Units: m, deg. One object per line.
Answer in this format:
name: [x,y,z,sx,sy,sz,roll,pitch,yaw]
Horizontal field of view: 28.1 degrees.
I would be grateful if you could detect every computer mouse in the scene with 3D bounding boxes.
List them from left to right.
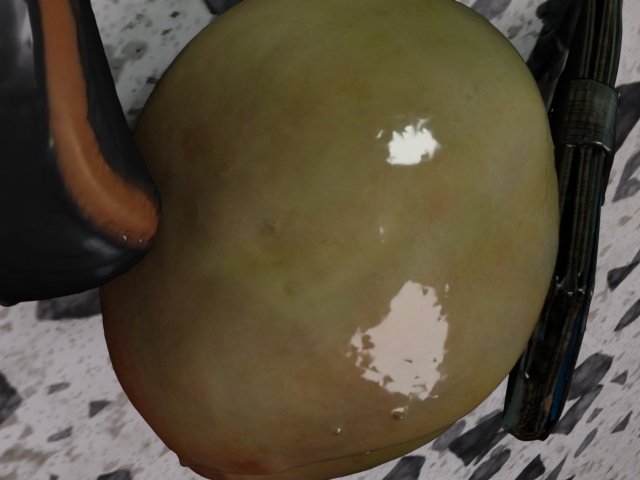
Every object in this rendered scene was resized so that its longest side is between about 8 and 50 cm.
computer mouse: [-0.172,-0.057,0.510,0.183,0.116,0.323,0,146,7]

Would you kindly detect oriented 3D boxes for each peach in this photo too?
peach: [0.000,0.001,0.713,0.292,0.247,0.292,-46,172,-8]

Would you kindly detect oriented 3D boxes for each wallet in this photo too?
wallet: [0.173,-0.027,0.897,0.169,0.044,0.317,97,7,-46]
